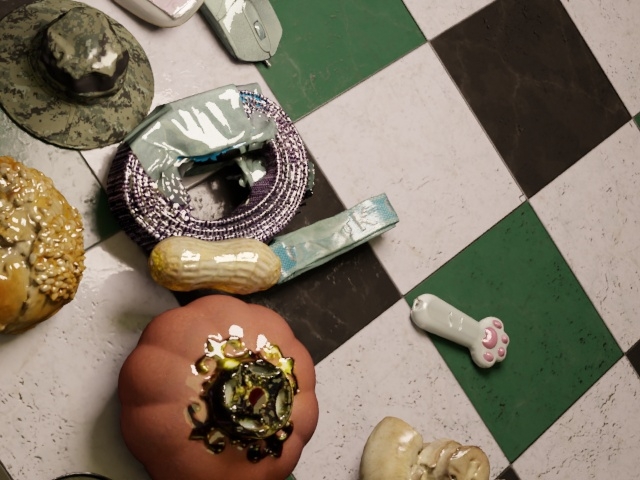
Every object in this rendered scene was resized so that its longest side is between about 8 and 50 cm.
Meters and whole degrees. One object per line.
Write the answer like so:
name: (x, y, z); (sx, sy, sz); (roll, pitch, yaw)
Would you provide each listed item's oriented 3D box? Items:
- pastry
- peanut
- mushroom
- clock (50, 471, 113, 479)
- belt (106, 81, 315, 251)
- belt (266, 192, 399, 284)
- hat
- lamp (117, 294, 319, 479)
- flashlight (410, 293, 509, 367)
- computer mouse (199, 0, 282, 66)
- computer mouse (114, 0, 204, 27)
pastry: (-0.468, 0.012, 1.486); (0.311, 0.162, 0.255); (-21, 90, -29)
peanut: (-0.152, 0.035, 1.593); (0.207, 0.087, 0.087); (4, 75, -26)
mushroom: (0.177, 0.406, 1.705); (0.254, 0.195, 0.188); (27, 70, -16)
clock: (-0.341, 0.418, 1.515); (0.185, 0.040, 0.184); (8, 73, -27)
belt: (-0.174, -0.101, 1.695); (0.325, 0.122, 0.260); (-21, 94, -27)
belt: (0.000, 0.000, 1.776); (0.302, 0.087, 0.072); (-25, 93, -30)
hat: (-0.362, -0.274, 1.636); (0.266, 0.128, 0.265); (8, 71, -23)
lamp: (-0.137, 0.227, 1.556); (0.306, 0.240, 0.305); (5, 78, -27)
flashlight: (0.245, 0.151, 1.890); (0.200, 0.047, 0.093); (28, 66, -20)
computer mouse: (-0.142, -0.392, 1.814); (0.113, 0.068, 0.229); (-41, 97, -28)
computer mouse: (-0.299, -0.441, 1.744); (0.245, 0.056, 0.126); (35, 70, -6)
